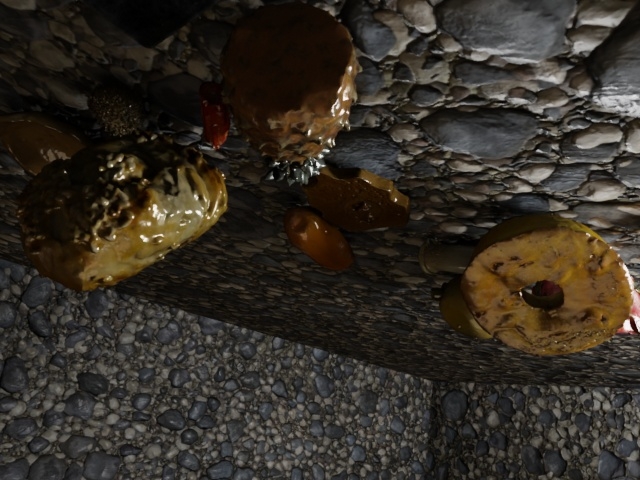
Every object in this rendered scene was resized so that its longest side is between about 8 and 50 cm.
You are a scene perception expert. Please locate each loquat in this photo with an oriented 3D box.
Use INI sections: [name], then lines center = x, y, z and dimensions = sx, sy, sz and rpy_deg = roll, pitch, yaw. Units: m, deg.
[loquat]
center = 0.362, 0.152, 1.121
dimensions = 0.205, 0.149, 0.172
rpy_deg = 19, 164, 10

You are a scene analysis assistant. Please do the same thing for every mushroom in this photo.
[mushroom]
center = 0.312, 0.040, 0.954
dimensions = 0.223, 0.081, 0.092
rpy_deg = 1, -159, 16

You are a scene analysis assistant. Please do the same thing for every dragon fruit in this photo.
[dragon fruit]
center = 0.541, 0.124, 0.980
dimensions = 0.211, 0.147, 0.282
rpy_deg = 9, 170, -36

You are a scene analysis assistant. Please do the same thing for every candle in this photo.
[candle]
center = -0.161, -0.172, 0.699
dimensions = 0.053, 0.048, 0.162
rpy_deg = 41, 160, 4

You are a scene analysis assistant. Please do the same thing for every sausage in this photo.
[sausage]
center = 0.000, 0.000, 0.993
dimensions = 0.098, 0.098, 0.238
rpy_deg = 0, 157, 26

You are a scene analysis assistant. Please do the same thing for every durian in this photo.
[durian]
center = -0.298, -0.191, 0.677
dimensions = 0.091, 0.080, 0.080
rpy_deg = 20, 158, -36

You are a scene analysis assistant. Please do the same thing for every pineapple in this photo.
[pineapple]
center = -0.028, -0.152, 0.582
dimensions = 0.158, 0.157, 0.278
rpy_deg = 10, 169, 4

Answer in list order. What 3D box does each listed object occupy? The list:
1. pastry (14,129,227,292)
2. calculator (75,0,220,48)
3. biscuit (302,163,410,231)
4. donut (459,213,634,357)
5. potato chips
[pastry]
center = -0.293, -0.068, 0.709
dimensions = 0.255, 0.311, 0.161
rpy_deg = 19, 129, 28
[calculator]
center = -0.169, -0.284, 0.457
dimensions = 0.262, 0.021, 0.161
rpy_deg = -7, 153, 39
[biscuit]
center = 0.057, -0.080, 0.841
dimensions = 0.182, 0.034, 0.215
rpy_deg = -6, 151, 36
[donut]
center = 0.388, 0.073, 0.829
dimensions = 0.278, 0.108, 0.277
rpy_deg = 8, 124, 12
[potato chips]
center = -0.470, -0.170, 0.840
dimensions = 0.195, 0.061, 0.208
rpy_deg = -11, 149, 34
